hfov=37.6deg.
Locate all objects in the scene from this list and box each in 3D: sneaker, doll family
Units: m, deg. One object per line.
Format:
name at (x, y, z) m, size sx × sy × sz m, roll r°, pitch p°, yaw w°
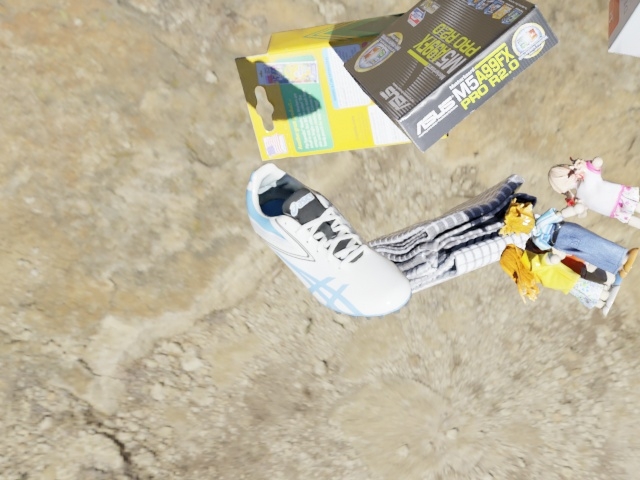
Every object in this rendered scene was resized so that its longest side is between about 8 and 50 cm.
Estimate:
sneaker at (0.000, 0.000, 0.993) m, size 0.085 × 0.086 × 0.237 m, roll -38°, pitch 54°, yaw -20°
doll family at (0.308, 0.010, 1.188) m, size 0.163 × 0.263 × 0.118 m, roll 25°, pitch 61°, yaw 16°

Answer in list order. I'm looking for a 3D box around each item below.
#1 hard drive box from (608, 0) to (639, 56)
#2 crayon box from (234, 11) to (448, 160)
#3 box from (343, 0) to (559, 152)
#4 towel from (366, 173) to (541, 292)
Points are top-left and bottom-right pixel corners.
hard drive box at (0.481, -0.390, 1.297) m, size 0.089 × 0.232 × 0.181 m, roll 9°, pitch 67°, yaw -1°
crayon box at (0.040, -0.256, 1.570) m, size 0.323 × 0.203 × 0.083 m, roll -7°, pitch 36°, yaw 10°
box at (0.160, -0.246, 1.242) m, size 0.216 × 0.270 × 0.060 m, roll -38°, pitch 118°, yaw 6°
towel at (0.210, 0.003, 1.565) m, size 0.235 × 0.284 × 0.121 m, roll -19°, pitch 85°, yaw -29°
